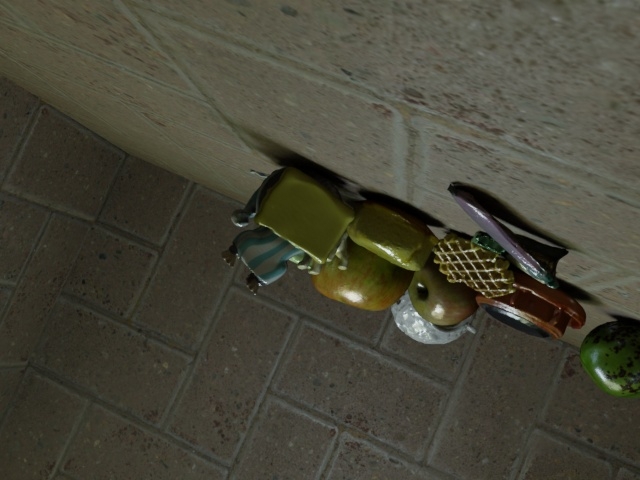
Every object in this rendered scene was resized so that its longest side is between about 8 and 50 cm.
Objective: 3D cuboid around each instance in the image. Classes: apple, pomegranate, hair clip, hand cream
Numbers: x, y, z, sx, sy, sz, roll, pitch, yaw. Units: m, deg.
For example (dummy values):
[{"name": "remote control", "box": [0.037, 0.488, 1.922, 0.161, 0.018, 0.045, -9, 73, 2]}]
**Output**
[{"name": "apple", "box": [0.430, 0.160, 2.211, 0.234, 0.257, 0.257, -2, -172, -24]}, {"name": "pomegranate", "box": [0.939, 0.359, 1.990, 0.254, 0.254, 0.270, 26, 142, -31]}, {"name": "hair clip", "box": [0.387, -0.018, 1.372, 0.358, 0.110, 0.095, 30, 134, -24]}, {"name": "hand cream", "box": [0.565, 0.074, 1.774, 0.143, 0.039, 0.061, 28, 179, 14]}, {"name": "apple", "box": [0.143, 0.060, 2.128, 0.339, 0.339, 0.339, 24, 176, 2]}]

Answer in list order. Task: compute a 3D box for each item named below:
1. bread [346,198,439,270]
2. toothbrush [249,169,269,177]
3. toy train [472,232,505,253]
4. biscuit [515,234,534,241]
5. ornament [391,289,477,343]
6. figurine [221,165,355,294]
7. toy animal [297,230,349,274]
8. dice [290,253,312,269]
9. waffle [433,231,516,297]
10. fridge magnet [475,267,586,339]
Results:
[{"name": "bread", "box": [0.198, -0.024, 1.842, 0.270, 0.148, 0.270, 28, 176, 2]}, {"name": "toothbrush", "box": [-0.211, -0.239, 2.364, 0.162, 0.014, 0.017, 19, 159, 51]}, {"name": "toy train", "box": [0.432, 0.007, 1.666, 0.083, 0.033, 0.053, 24, -179, -4]}, {"name": "biscuit", "box": [0.477, 0.011, 1.520, 0.084, 0.023, 0.084, 26, 177, 2]}, {"name": "ornament", "box": [0.430, 0.233, 2.511, 0.337, 0.337, 0.337, 24, 176, 2]}, {"name": "figurine", "box": [-0.115, -0.048, 1.899, 0.266, 0.361, 0.377, 51, 176, -13]}, {"name": "toy animal", "box": [-0.010, 0.013, 1.980, 0.233, 0.169, 0.121, 2, 165, 43]}, {"name": "dice", "box": [-0.028, -0.021, 2.461, 0.250, 0.252, 0.254, 26, 178, -17]}, {"name": "waffle", "box": [0.436, 0.079, 1.845, 0.253, 0.056, 0.249, 36, 156, 12]}, {"name": "fridge magnet", "box": [0.625, 0.188, 1.995, 0.363, 0.155, 0.363, 27, 172, 4]}]
